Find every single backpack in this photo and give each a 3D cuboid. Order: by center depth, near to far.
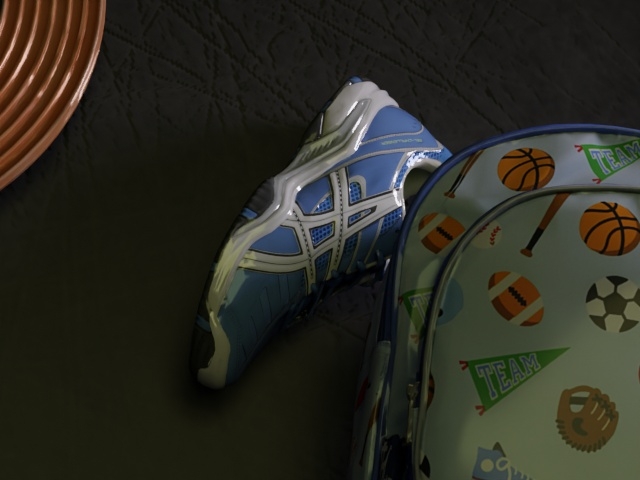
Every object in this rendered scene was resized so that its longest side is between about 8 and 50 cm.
[{"bbox_3d":[0.134,0.072,0.901,0.276,0.213,0.263,7,63,-6],"label":"backpack"}]

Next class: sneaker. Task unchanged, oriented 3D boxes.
[{"bbox_3d":[0.000,0.000,0.981,0.081,0.080,0.211,32,65,7],"label":"sneaker"}]

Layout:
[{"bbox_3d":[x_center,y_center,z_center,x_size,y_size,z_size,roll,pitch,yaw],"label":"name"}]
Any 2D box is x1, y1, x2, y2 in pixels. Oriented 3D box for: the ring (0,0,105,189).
[{"bbox_3d":[-0.292,-0.144,1.015,0.336,0.032,0.336,4,65,-9],"label":"ring"}]
